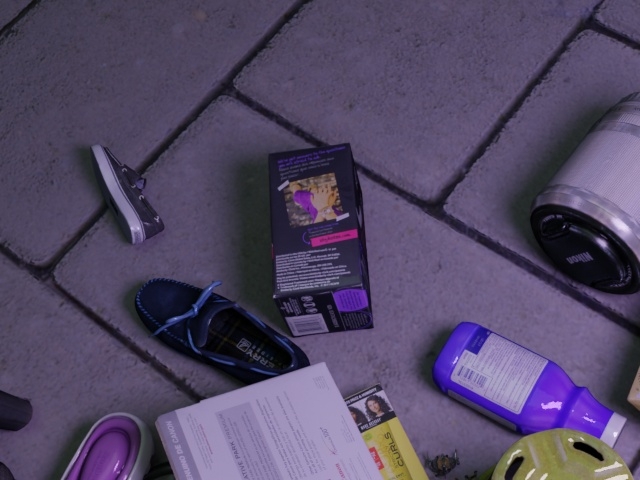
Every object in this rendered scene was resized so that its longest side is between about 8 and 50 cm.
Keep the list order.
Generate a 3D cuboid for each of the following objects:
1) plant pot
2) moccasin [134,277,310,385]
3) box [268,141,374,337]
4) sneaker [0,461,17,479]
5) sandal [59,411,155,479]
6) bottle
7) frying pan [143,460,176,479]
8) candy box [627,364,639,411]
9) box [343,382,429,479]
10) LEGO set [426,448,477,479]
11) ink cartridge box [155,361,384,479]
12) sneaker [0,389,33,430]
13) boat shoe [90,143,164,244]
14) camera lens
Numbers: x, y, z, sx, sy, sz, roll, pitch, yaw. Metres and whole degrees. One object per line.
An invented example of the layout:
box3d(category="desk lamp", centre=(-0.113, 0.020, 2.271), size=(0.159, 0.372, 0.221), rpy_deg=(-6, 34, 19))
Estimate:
box3d(category="plant pot", centre=(0.310, 0.372, 1.302), size=(0.276, 0.254, 0.276), rpy_deg=(-4, 60, 7))
box3d(category="moccasin", centre=(-0.156, 0.135, 1.597), size=(0.342, 0.117, 0.138), rpy_deg=(21, 66, 20))
box3d(category="box", centre=(0.000, 0.000, 1.620), size=(0.143, 0.165, 0.270), rpy_deg=(-7, 59, 6))
box3d(category="sneaker", centre=(-0.641, 0.293, 1.476), size=(0.482, 0.202, 0.185), rpy_deg=(16, 25, 31))
box3d(category="sandal", centre=(-0.377, 0.430, 1.430), size=(0.169, 0.102, 0.416), rpy_deg=(1, 56, 27))
box3d(category="bottle", centre=(0.311, 0.228, 1.479), size=(0.282, 0.092, 0.118), rpy_deg=(26, 68, 22))
box3d(category="frying pan", centre=(-0.283, 0.414, 1.502), size=(0.326, 0.053, 0.197), rpy_deg=(7, 60, 10))
box3d(category="candy box", centre=(0.575, 0.143, 1.430), size=(0.087, 0.183, 0.316), rpy_deg=(-8, 48, 56))
box3d(category="box", centre=(0.102, 0.334, 1.472), size=(0.087, 0.058, 0.232), rpy_deg=(-23, 59, -5))
box3d(category="LEGO set", centre=(0.192, 0.340, 1.473), size=(0.054, 0.023, 0.083), rpy_deg=(-30, 51, -18))
box3d(category="ink cartridge box", centre=(-0.062, 0.361, 1.396), size=(0.271, 0.130, 0.309), rpy_deg=(-14, 55, -21))
box3d(category="sneaker", centre=(-0.570, 0.266, 1.624), size=(0.222, 0.118, 0.083), rpy_deg=(10, 76, 47))
box3d(category="boat shoe", centre=(-0.347, -0.092, 1.789), size=(0.076, 0.080, 0.228), rpy_deg=(-19, 54, -22))
box3d(category="camera lens", centre=(0.479, -0.070, 1.549), size=(0.219, 0.219, 0.274), rpy_deg=(33, 70, 24))
